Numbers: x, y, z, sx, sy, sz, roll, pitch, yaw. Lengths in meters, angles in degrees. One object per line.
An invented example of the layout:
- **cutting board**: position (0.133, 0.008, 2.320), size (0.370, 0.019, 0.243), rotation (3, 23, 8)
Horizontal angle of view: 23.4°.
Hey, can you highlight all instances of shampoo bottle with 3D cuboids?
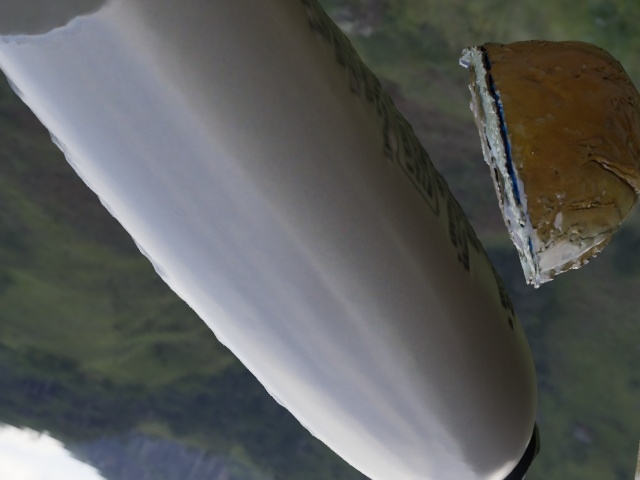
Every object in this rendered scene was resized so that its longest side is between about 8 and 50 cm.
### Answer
- **shampoo bottle**: position (0.000, 0.000, 0.432), size (0.257, 0.078, 0.127), rotation (50, -178, -42)

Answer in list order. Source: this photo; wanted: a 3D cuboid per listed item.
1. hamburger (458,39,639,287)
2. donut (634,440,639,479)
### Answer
- **hamburger**: position (0.140, -0.063, 0.865), size (0.176, 0.102, 0.087), rotation (-100, -10, -48)
- **donut**: position (0.299, 0.098, 0.557), size (0.448, 0.449, 0.198), rotation (21, 173, -25)
